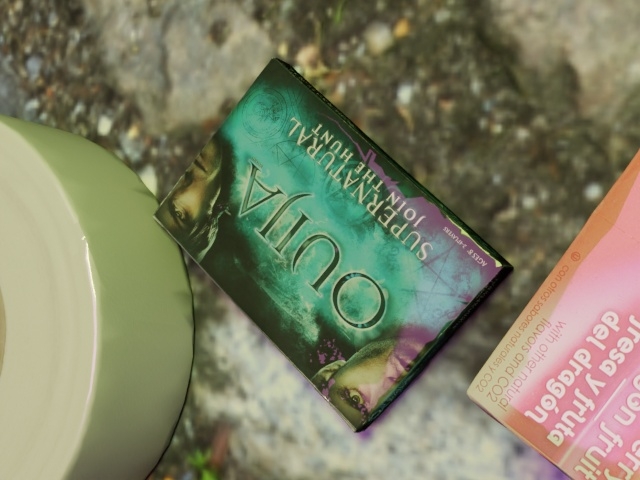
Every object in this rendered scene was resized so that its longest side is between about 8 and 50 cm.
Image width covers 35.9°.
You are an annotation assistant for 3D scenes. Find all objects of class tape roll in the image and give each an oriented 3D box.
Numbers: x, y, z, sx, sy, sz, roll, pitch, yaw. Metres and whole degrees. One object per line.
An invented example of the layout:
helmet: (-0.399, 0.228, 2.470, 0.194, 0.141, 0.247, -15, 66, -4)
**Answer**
tape roll: (-0.226, 0.059, 0.630, 0.286, 0.100, 0.286, -2, 86, 25)

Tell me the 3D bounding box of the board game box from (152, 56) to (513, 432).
board game box: (0.000, 0.000, 0.567, 0.186, 0.026, 0.126, 44, 104, 21)

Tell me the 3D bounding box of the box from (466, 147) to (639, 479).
box: (0.215, -0.017, 0.398, 0.142, 0.154, 0.300, 38, 101, 23)
